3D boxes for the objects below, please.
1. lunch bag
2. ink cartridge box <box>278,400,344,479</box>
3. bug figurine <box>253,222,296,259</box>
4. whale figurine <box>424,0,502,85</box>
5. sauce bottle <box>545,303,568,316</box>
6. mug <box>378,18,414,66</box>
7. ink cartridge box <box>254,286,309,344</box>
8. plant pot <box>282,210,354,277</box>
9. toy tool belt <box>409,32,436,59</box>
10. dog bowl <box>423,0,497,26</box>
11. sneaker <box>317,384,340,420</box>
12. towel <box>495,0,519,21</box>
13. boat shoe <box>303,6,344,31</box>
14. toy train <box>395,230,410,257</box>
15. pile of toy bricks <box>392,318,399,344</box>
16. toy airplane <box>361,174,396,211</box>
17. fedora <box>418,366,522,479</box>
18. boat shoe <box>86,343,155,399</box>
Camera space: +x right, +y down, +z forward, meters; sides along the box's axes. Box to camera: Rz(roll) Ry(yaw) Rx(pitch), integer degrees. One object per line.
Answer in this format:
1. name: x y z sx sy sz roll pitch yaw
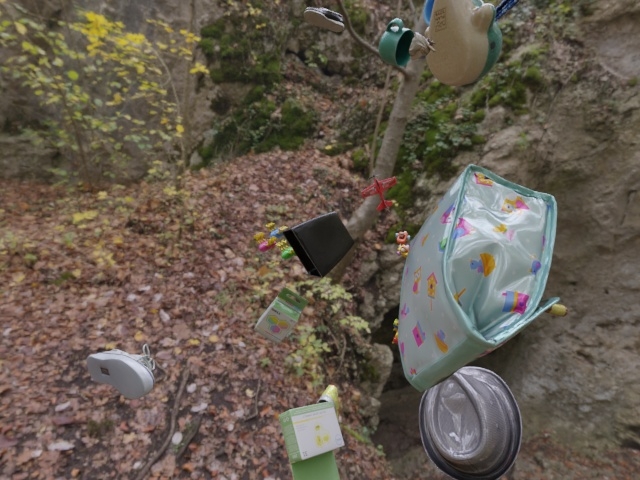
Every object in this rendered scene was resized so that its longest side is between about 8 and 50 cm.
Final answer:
1. lunch bag: 0.201 0.068 0.564 0.160 0.262 0.223 21 -33 2
2. ink cartridge box: -0.007 0.555 1.046 0.171 0.056 0.234 13 48 -47
3. bug figurine: -0.126 0.008 1.573 0.279 0.072 0.216 18 28 32
4. whale figurine: 0.334 -0.507 0.934 0.141 0.271 0.216 -19 18 -17
5. sauce bottle: 0.783 0.229 1.380 0.128 0.042 0.042 17 10 -14
6. mug: 0.286 -0.752 1.526 0.097 0.157 0.130 33 38 33
7. ink cartridge box: -0.142 0.274 1.452 0.109 0.209 0.062 34 32 -7
8. plant pot: 0.000 0.000 1.365 0.188 0.167 0.187 57 -14 -6
9. toy tool belt: 0.208 -0.388 0.814 0.051 0.052 0.083 21 25 4
10. dog bowl: 0.490 -0.791 1.443 0.074 0.166 0.297 -15 61 -45
11. sneaker: 0.039 0.597 1.446 0.082 0.208 0.094 15 42 14
12. towel: 0.490 -0.635 1.081 0.040 0.243 0.336 47 -17 -8
13. boat shoe: 0.011 -0.601 1.080 0.125 0.038 0.046 2 -7 -30
14. toy train: 0.363 0.014 1.579 0.167 0.125 0.046 17 -33 26
15. pile of toy bricks: 0.273 0.235 1.134 0.118 0.105 0.212 26 14 13
16. toy airplane: 0.227 -0.176 1.505 0.151 0.151 0.028 12 0 -13
17. fedora: 0.329 0.408 0.942 0.244 0.275 0.124 -17 -44 29
18. boat shoe: -0.630 0.428 1.359 0.367 0.135 0.157 -6 7 38
